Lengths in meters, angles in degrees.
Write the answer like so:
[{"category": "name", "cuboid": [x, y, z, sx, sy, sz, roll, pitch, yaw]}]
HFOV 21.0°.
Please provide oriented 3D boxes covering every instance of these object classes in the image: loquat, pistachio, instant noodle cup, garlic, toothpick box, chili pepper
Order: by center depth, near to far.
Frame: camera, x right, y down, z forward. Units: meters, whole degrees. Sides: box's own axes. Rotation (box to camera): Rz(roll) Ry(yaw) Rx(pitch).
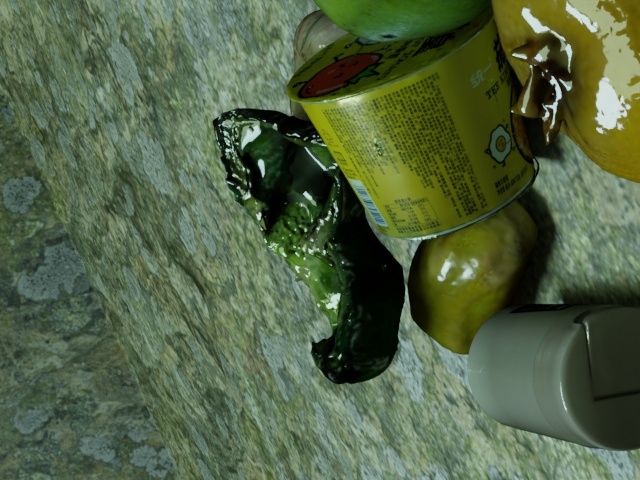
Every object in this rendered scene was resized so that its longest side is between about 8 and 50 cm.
[{"category": "loquat", "cuboid": [0.194, -0.132, 0.949, 0.208, 0.208, 0.208, 54, 158, 34]}, {"category": "toothpick box", "cuboid": [0.199, 0.104, 1.358, 0.111, 0.111, 0.181, 69, 163, -6]}, {"category": "instant noodle cup", "cuboid": [0.082, -0.093, 1.365, 0.182, 0.182, 0.144, 25, 143, 64]}, {"category": "pistachio", "cuboid": [0.125, 0.029, 1.476, 0.100, 0.110, 0.189, 50, 158, 21]}, {"category": "chili pepper", "cuboid": [0.005, -0.006, 1.483, 0.264, 0.116, 0.148, 62, -177, 16]}, {"category": "garlic", "cuboid": [0.026, -0.135, 1.569, 0.147, 0.102, 0.159, 142, 127, -73]}]

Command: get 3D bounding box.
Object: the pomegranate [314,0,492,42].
[{"category": "pomegranate", "cuboid": [0.033, -0.230, 1.240, 0.187, 0.225, 0.187, 24, 119, 56]}]
